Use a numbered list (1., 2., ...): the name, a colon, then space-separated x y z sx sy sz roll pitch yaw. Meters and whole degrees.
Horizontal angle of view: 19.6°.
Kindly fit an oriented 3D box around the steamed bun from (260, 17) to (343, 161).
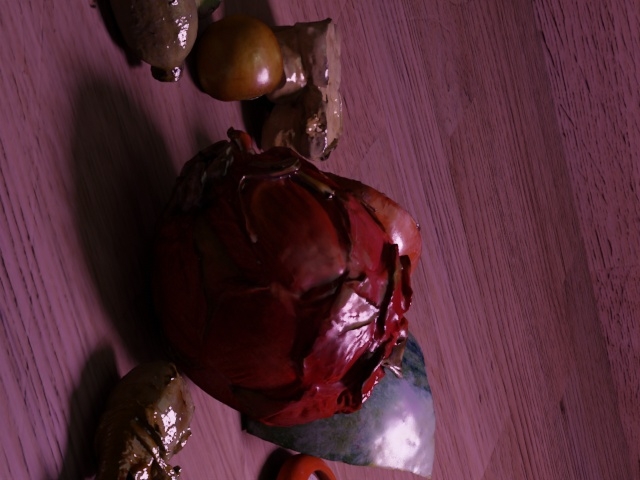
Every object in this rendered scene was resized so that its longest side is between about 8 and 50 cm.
1. steamed bun: -0.030 -0.197 2.343 0.192 0.106 0.177 -63 153 -70

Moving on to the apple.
1. apple: -0.093 -0.217 2.193 0.114 0.099 0.102 -28 108 -63

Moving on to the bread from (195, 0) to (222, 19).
1. bread: -0.155 -0.371 2.166 0.228 0.033 0.228 -8 90 -68

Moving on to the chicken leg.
1. chicken leg: -0.185 0.218 1.856 0.103 0.088 0.227 85 14 -44

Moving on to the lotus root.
1. lotus root: -0.179 -0.252 1.996 0.077 0.090 0.183 -115 -170 -65

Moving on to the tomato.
1. tomato: 0.000 0.000 2.219 0.095 0.237 0.236 -65 146 -25

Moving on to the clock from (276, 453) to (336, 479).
1. clock: -0.015 0.365 2.286 0.205 0.051 0.205 -7 90 -69

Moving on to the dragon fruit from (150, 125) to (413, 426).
1. dragon fruit: -0.043 0.053 2.009 0.342 0.277 0.277 39 43 -25

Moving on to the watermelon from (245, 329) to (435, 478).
1. watermelon: 0.024 0.178 2.278 0.256 0.260 0.176 -59 153 -32
